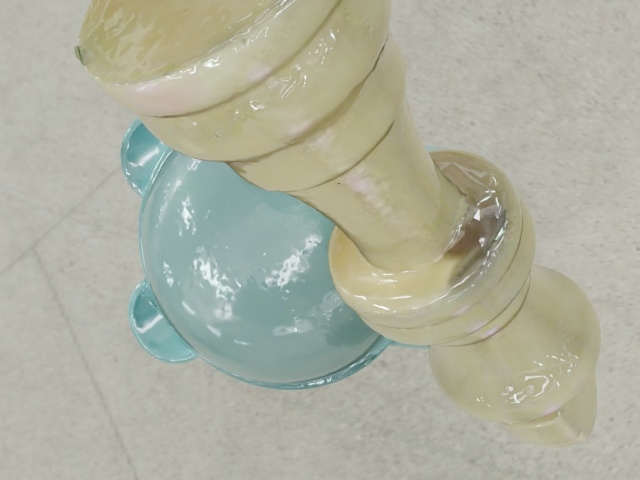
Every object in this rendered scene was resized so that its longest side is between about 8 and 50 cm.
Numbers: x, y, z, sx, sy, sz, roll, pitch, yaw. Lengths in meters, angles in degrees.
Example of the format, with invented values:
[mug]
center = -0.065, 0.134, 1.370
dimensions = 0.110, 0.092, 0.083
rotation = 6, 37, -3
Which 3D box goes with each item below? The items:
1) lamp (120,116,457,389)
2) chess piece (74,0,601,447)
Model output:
[lamp]
center = -0.002, 0.003, 0.694
dimensions = 0.284, 0.147, 0.209
rotation = 0, 105, -2
[chess piece]
center = 0.058, 0.003, 0.486
dimensions = 0.117, 0.397, 0.117
rotation = -21, 47, 24
